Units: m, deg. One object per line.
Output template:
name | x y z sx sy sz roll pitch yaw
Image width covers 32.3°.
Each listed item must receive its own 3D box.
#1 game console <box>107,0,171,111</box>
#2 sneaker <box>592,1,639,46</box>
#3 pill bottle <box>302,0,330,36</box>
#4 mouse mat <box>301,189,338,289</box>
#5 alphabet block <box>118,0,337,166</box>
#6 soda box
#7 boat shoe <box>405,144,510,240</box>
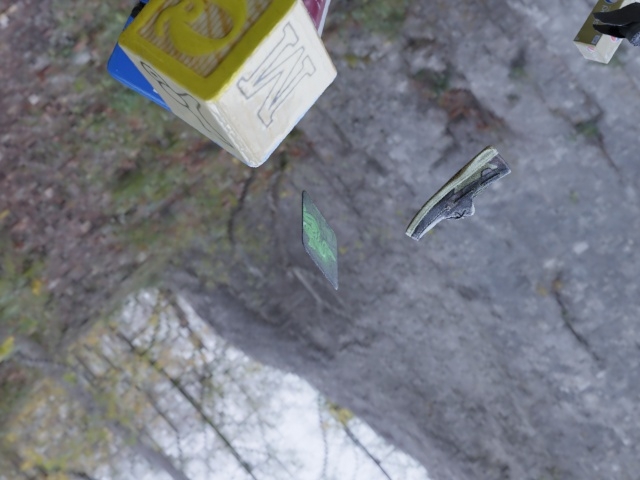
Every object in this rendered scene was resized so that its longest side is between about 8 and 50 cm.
game console | -0.249 -0.401 2.281 0.250 0.293 0.173 -55 -172 35
sneaker | 0.570 -0.390 1.930 0.170 0.051 0.089 -21 -133 -8
pill bottle | -0.098 -0.443 2.065 0.224 0.224 0.392 -27 -145 36
mouse mat | 0.000 0.000 2.357 0.007 0.190 0.152 -15 -129 19
alphabet block | -0.123 -0.252 1.522 0.193 0.192 0.197 -52 154 -9
soda box | 0.572 -0.440 2.155 0.058 0.061 0.181 26 -100 46
boat shoe | 0.249 -0.075 1.975 0.223 0.073 0.080 -45 173 -5
